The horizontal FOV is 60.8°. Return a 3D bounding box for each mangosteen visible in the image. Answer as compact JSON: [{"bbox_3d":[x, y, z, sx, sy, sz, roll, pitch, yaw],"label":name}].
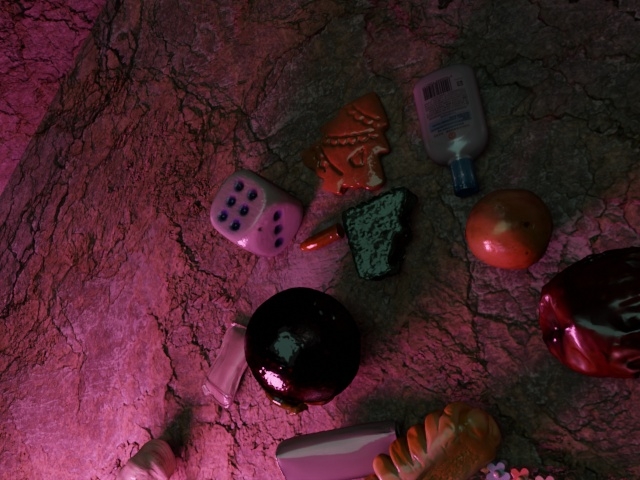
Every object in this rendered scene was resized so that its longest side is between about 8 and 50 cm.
[{"bbox_3d":[-0.054,0.262,1.342,0.313,0.297,0.297,-35,60,46],"label":"mangosteen"}]

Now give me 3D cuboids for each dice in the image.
[{"bbox_3d":[-0.179,-0.078,1.544,0.194,0.192,0.193,36,95,33],"label":"dice"}]

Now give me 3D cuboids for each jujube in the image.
[{"bbox_3d":[0.600,0.128,1.020,0.376,0.258,0.258,-23,68,22],"label":"jujube"}]

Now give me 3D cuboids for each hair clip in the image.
[{"bbox_3d":[0.431,0.500,1.132,0.213,0.056,0.062,3,79,30],"label":"hair clip"}]

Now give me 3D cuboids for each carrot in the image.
[{"bbox_3d":[0.000,0.000,1.510,0.139,0.048,0.048,-26,66,24],"label":"carrot"}]

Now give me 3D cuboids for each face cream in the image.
[{"bbox_3d":[0.335,-0.273,1.366,0.163,0.080,0.337,-16,70,24],"label":"face cream"}]

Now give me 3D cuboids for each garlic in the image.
[{"bbox_3d":[-0.459,0.695,1.542,0.226,0.199,0.199,37,98,2],"label":"garlic"}]

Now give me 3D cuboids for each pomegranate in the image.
[{"bbox_3d":[0.412,-0.026,1.201,0.191,0.191,0.191,-8,74,28],"label":"pomegranate"}]

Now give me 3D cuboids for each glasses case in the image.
[{"bbox_3d":[0.053,0.518,1.319,0.308,0.083,0.128,-14,90,12],"label":"glasses case"}]

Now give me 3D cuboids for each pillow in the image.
[{"bbox_3d":[-0.260,0.356,1.570,0.130,0.038,0.233,25,90,35],"label":"pillow"}]

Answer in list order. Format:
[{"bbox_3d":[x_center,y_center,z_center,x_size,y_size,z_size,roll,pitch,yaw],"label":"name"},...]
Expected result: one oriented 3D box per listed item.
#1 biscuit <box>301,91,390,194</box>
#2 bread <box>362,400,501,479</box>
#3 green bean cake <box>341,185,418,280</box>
[{"bbox_3d":[0.088,-0.277,1.528,0.284,0.043,0.306,21,89,32],"label":"biscuit"},{"bbox_3d":[0.246,0.470,1.188,0.311,0.173,0.121,-41,22,9],"label":"bread"},{"bbox_3d":[0.172,-0.010,1.379,0.193,0.107,0.208,-21,69,21],"label":"green bean cake"}]
